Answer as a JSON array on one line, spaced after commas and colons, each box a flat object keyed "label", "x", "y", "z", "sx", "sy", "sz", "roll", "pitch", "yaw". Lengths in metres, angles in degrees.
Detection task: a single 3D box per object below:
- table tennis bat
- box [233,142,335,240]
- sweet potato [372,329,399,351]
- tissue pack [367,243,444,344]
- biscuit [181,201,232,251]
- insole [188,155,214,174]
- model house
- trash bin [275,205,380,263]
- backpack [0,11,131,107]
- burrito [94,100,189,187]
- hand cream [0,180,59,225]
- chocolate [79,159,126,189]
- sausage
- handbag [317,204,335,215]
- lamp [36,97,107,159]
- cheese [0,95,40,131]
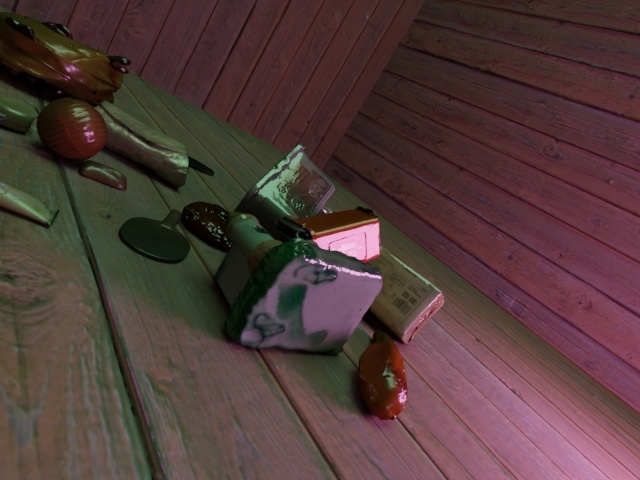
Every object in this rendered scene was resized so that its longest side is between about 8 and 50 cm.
[{"label": "table tennis bat", "x": -0.323, "y": -0.017, "z": 0.826, "sx": 0.131, "sy": 0.022, "sz": 0.234, "roll": 28, "pitch": 17, "yaw": -14}, {"label": "box", "x": -0.095, "y": -0.121, "z": 1.178, "sx": 0.182, "sy": 0.175, "sz": 0.312, "roll": 41, "pitch": 46, "yaw": -8}, {"label": "sweet potato", "x": 0.141, "y": 0.239, "z": 0.885, "sx": 0.054, "sy": 0.053, "sz": 0.182, "roll": 24, "pitch": 15, "yaw": -10}, {"label": "tissue pack", "x": 0.188, "y": 0.137, "z": 1.074, "sx": 0.234, "sy": 0.159, "sz": 0.125, "roll": 39, "pitch": -9, "yaw": 29}, {"label": "biscuit", "x": -0.245, "y": -0.035, "z": 0.992, "sx": 0.192, "sy": 0.049, "sz": 0.192, "roll": 29, "pitch": 18, "yaw": -10}, {"label": "insole", "x": -0.510, "y": -0.300, "z": 1.399, "sx": 0.309, "sy": 0.012, "sz": 0.110, "roll": 22, "pitch": 18, "yaw": -36}, {"label": "model house", "x": -0.088, "y": 0.041, "z": 0.796, "sx": 0.267, "sy": 0.194, "sz": 0.325, "roll": 19, "pitch": 16, "yaw": -43}, {"label": "trash bin", "x": 0.017, "y": 0.003, "z": 1.013, "sx": 0.238, "sy": 0.161, "sz": 0.184, "roll": -17, "pitch": 25, "yaw": -27}, {"label": "backpack", "x": -0.808, "y": -0.558, "z": 1.253, "sx": 0.353, "sy": 0.201, "sz": 0.378, "roll": 27, "pitch": 11, "yaw": -6}, {"label": "burrito", "x": -0.491, "y": -0.260, "z": 1.120, "sx": 0.299, "sy": 0.105, "sz": 0.143, "roll": 30, "pitch": 23, "yaw": -14}, {"label": "hand cream", "x": -0.481, "y": -0.068, "z": 0.618, "sx": 0.143, "sy": 0.039, "sz": 0.061, "roll": 29, "pitch": 11, "yaw": -32}, {"label": "chocolate", "x": -0.481, "y": -0.149, "z": 0.905, "sx": 0.100, "sy": 0.031, "sz": 0.064, "roll": 25, "pitch": 20, "yaw": -32}, {"label": "sausage", "x": 0.111, "y": 0.243, "z": 0.732, "sx": 0.089, "sy": 0.089, "sz": 0.179, "roll": 31, "pitch": 16, "yaw": -7}, {"label": "handbag", "x": -0.035, "y": -0.152, "z": 1.663, "sx": 0.256, "sy": 0.079, "sz": 0.219, "roll": 38, "pitch": -8, "yaw": 21}, {"label": "lamp", "x": -0.538, "y": -0.240, "z": 0.880, "sx": 0.136, "sy": 0.136, "sz": 0.136, "roll": 30, "pitch": 14, "yaw": -8}, {"label": "cheese", "x": -0.667, "y": -0.266, "z": 0.864, "sx": 0.092, "sy": 0.048, "sz": 0.171, "roll": 22, "pitch": 17, "yaw": -29}]
